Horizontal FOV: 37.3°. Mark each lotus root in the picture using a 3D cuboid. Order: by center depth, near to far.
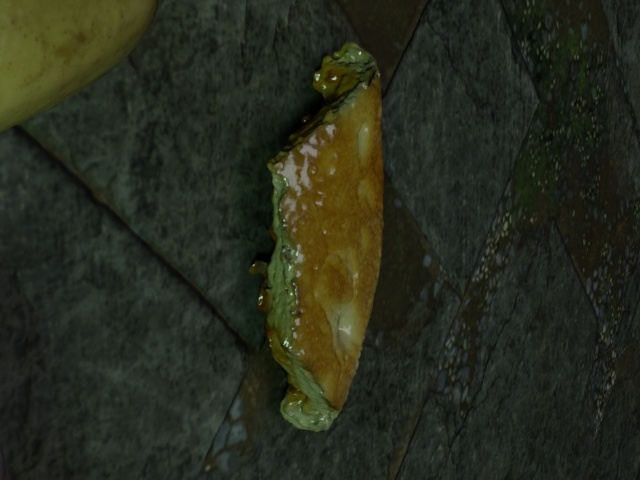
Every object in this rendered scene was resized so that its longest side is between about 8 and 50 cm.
[{"bbox_3d":[-0.194,-0.137,0.505,0.284,0.146,0.160,-37,108,-42],"label":"lotus root"}]

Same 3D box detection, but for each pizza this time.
[{"bbox_3d":[0.000,0.000,0.873,0.182,0.073,0.365,-9,105,-56],"label":"pizza"}]

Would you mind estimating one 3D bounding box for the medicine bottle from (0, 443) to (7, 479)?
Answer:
[{"bbox_3d":[-0.238,0.154,0.504,0.147,0.147,0.247,-18,111,-52],"label":"medicine bottle"}]
